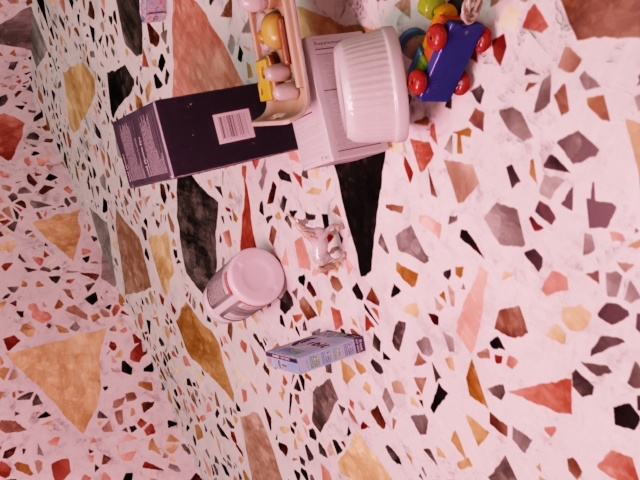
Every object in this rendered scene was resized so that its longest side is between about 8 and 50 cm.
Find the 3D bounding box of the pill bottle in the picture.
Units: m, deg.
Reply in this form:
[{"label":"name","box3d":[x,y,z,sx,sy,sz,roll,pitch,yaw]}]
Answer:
[{"label":"pill bottle","box3d":[-0.226,0.136,2.025,0.283,0.161,0.161,-35,73,58]}]

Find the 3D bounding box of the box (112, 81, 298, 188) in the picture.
[{"label":"box","box3d":[-0.283,-0.257,1.759,0.312,0.343,0.179,-3,103,58]}]

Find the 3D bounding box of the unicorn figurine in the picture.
[{"label":"unicorn figurine","box3d":[0.000,0.000,1.647,0.060,0.111,0.162,-11,94,60]}]

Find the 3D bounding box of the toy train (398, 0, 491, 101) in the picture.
[{"label":"toy train","box3d":[0.206,-0.362,1.177,0.248,0.105,0.143,111,147,-45]}]

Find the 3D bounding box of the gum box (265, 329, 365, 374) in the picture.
[{"label":"gum box","box3d":[-0.013,0.263,1.716,0.157,0.184,0.041,-3,101,58]}]

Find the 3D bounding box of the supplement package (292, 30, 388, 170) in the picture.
[{"label":"supplement package","box3d":[0.024,-0.279,1.454,0.134,0.139,0.244,-8,95,62]}]

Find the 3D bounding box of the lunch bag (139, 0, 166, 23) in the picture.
[{"label":"lunch bag","box3d":[-0.505,-0.700,2.180,0.053,0.071,0.083,41,134,37]}]

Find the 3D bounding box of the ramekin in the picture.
[{"label":"ramekin","box3d":[0.088,-0.272,1.299,0.207,0.109,0.207,-9,-90,-90]}]

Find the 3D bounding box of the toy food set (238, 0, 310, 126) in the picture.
[{"label":"toy food set","box3d":[-0.121,-0.380,1.423,0.220,0.092,0.306,15,116,65]}]
